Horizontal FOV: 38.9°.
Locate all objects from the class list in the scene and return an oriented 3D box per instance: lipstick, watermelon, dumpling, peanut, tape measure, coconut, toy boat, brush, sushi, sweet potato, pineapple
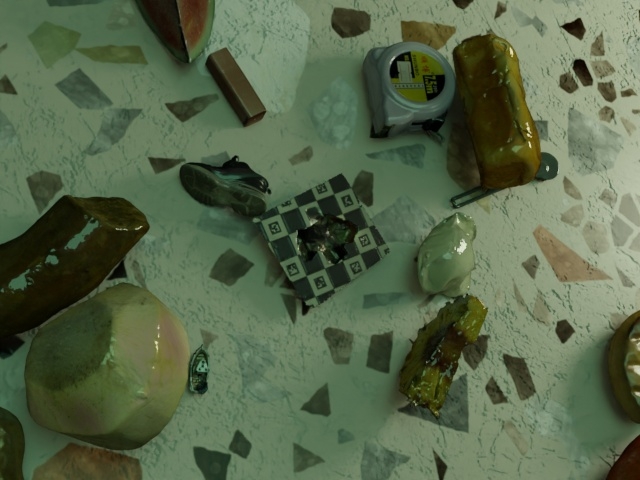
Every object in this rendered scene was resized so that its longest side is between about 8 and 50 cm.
[{"bbox_3d":[-0.158,-0.286,1.692,0.045,0.045,0.145,-29,83,-23],"label":"lipstick"},{"bbox_3d":[-0.283,-0.425,1.649,0.136,0.202,0.207,-15,70,17],"label":"watermelon"},{"bbox_3d":[0.243,0.045,1.694,0.134,0.099,0.169,58,33,-31],"label":"dumpling"},{"bbox_3d":[-0.474,0.372,1.317,0.117,0.101,0.263,-16,78,2],"label":"peanut"},{"bbox_3d":[0.176,-0.293,1.783,0.178,0.105,0.196,0,70,-11],"label":"tape measure"},{"bbox_3d":[-0.313,0.193,1.366,0.259,0.259,0.259,6,69,-17],"label":"coconut"},{"bbox_3d":[-0.200,0.213,1.502,0.038,0.038,0.083,8,70,-16],"label":"toy boat"},{"bbox_3d":[0.370,-0.116,1.828,0.266,0.027,0.062,-21,79,-20],"label":"brush"},{"bbox_3d":[0.000,0.000,1.647,0.210,0.040,0.193,-32,91,-28],"label":"sushi"},{"bbox_3d":[-0.436,0.048,1.423,0.369,0.158,0.158,-42,88,-16],"label":"sweet potato"},{"bbox_3d":[0.206,0.202,1.599,0.079,0.135,0.233,38,72,-13],"label":"pineapple"}]

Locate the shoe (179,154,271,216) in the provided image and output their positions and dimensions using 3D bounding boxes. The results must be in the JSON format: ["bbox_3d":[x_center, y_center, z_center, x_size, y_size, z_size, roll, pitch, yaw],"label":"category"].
[{"bbox_3d":[-0.164,-0.112,1.620,0.169,0.071,0.099,21,50,0],"label":"shoe"}]

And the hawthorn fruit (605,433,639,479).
[{"bbox_3d":[0.621,0.428,1.644,0.196,0.196,0.225,31,39,-6],"label":"hawthorn fruit"}]

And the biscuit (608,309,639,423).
[{"bbox_3d":[0.673,0.231,1.766,0.274,0.091,0.213,-9,77,-20],"label":"biscuit"}]

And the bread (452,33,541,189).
[{"bbox_3d":[0.347,-0.253,1.783,0.132,0.167,0.294,-14,66,19],"label":"bread"}]
